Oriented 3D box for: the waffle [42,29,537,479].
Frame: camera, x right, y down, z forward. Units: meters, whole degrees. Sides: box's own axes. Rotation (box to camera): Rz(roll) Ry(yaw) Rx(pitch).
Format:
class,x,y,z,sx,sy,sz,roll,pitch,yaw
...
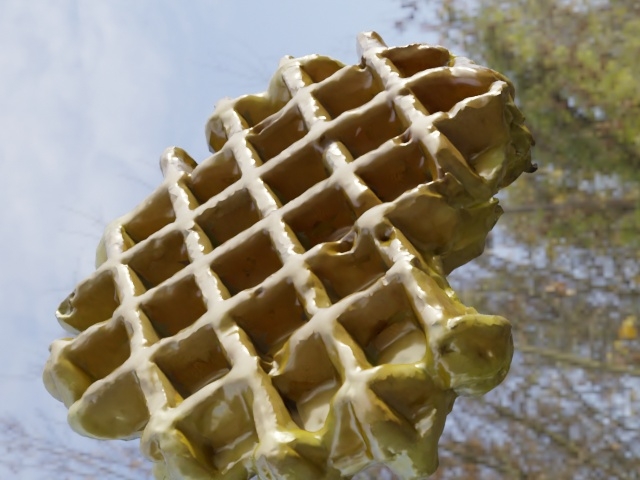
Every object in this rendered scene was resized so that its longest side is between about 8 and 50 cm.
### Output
class,x,y,z,sx,sy,sz,roll,pitch,yaw
waffle,0.000,-0.001,0.567,0.253,0.249,0.056,-50,-52,-24
